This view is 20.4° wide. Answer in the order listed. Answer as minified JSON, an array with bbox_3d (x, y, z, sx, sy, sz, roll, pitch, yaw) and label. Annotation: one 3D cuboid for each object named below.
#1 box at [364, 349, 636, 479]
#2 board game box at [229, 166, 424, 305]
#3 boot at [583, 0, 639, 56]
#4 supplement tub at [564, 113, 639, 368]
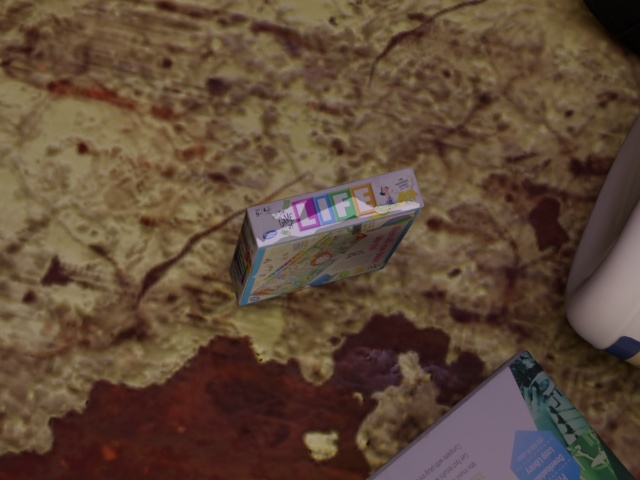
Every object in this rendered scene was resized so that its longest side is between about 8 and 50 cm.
[{"bbox_3d":[0.158,0.242,1.066,0.322,0.058,0.232,51,40,5],"label":"box"},{"bbox_3d":[0.000,0.000,1.118,0.103,0.154,0.026,-14,77,-11],"label":"board game box"},{"bbox_3d":[0.308,-0.193,1.245,0.236,0.085,0.178,26,72,-7],"label":"boot"},{"bbox_3d":[0.338,0.021,1.117,0.316,0.228,0.228,26,74,0],"label":"supplement tub"}]
